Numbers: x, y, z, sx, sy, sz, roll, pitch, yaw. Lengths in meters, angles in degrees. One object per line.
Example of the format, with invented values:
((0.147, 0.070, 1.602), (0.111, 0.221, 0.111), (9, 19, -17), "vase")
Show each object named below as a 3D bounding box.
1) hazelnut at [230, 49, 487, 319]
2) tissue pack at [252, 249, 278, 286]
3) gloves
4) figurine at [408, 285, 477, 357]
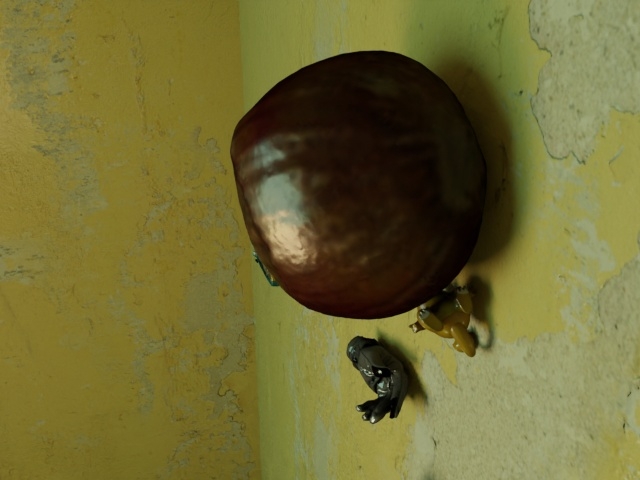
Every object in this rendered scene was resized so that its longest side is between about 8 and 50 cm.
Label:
((0.066, -0.082, 1.014), (0.421, 0.353, 0.420), (-4, 83, 36), "hazelnut")
((0.000, 0.000, 1.389), (0.192, 0.271, 0.133), (-134, 43, -63), "tissue pack")
((0.121, 0.283, 1.386), (0.285, 0.119, 0.142), (-99, -4, -65), "gloves")
((0.209, 0.131, 1.073), (0.122, 0.121, 0.176), (56, 180, -6), "figurine")
